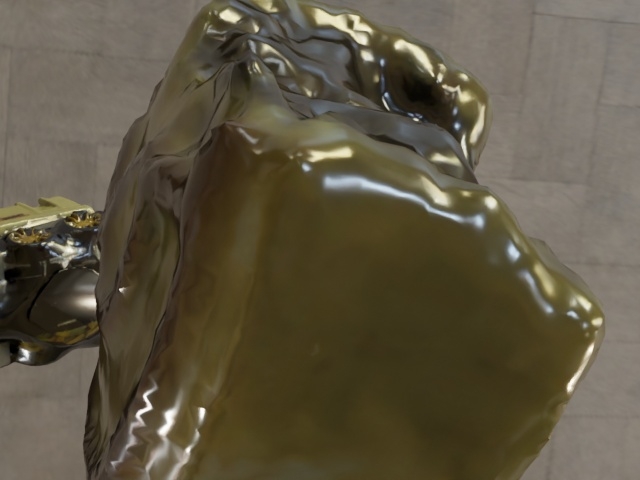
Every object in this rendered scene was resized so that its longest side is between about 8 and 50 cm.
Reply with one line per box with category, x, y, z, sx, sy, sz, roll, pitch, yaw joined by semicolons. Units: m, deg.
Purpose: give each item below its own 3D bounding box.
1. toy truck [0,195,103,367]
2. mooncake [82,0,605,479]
toy truck;-0.443;0.061;1.581;0.405;0.254;0.180;-19;120;-38
mooncake;0.000;0.000;0.757;0.246;0.394;0.393;19;69;-13
